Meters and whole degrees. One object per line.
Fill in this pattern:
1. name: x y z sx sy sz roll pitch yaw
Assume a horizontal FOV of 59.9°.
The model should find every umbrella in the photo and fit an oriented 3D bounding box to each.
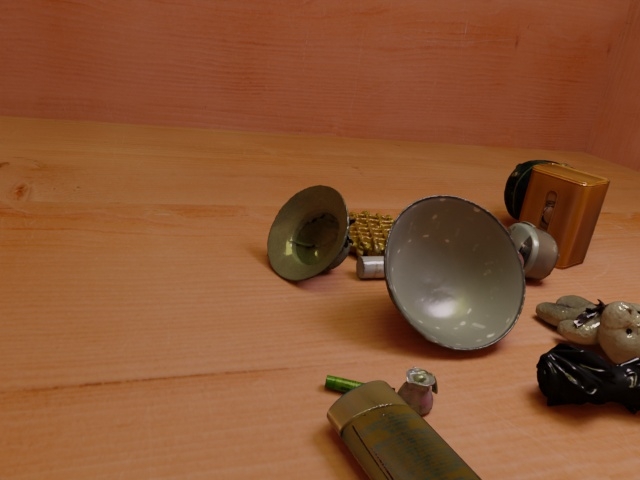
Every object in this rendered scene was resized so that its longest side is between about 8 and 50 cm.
1. umbrella: 0.565 0.267 1.024 0.340 0.118 0.118 10 21 -4

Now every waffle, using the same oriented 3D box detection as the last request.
1. waffle: 0.136 -0.018 1.633 0.283 0.065 0.310 23 29 38

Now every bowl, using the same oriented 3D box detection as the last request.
1. bowl: 0.264 0.083 1.226 0.337 0.337 0.157 1 -17 -18

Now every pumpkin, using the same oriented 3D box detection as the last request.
1. pumpkin: 0.804 -0.153 1.938 0.323 0.241 0.323 18 11 -4

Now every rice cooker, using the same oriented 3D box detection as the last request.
1. rice cooker: 0.584 0.030 1.564 0.127 0.145 0.206 20 18 -1

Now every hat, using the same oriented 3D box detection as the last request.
1. hat: 0.000 0.000 1.410 0.257 0.257 0.130 30 -1 43

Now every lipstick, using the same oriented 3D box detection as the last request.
1. lipstick: 0.221 0.068 1.451 0.264 0.059 0.059 0 23 -19

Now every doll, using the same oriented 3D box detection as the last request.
1. doll: 0.618 0.174 1.237 0.175 0.149 0.278 -45 29 -15

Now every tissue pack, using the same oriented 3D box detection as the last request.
1. tissue pack: 0.725 -0.076 1.699 0.145 0.274 0.194 -13 29 -40

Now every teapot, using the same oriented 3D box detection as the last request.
1. teapot: 0.173 0.255 0.957 0.083 0.064 0.064 -8 28 -35

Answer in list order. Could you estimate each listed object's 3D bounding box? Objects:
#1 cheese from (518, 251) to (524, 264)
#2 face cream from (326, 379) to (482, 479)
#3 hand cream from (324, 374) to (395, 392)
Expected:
1. cheese: 0.426 0.070 1.442 0.203 0.128 0.177 15 20 27
2. face cream: 0.121 0.308 0.803 0.139 0.067 0.285 -4 25 -29
3. hand cream: 0.069 0.258 0.967 0.122 0.023 0.036 11 42 6
